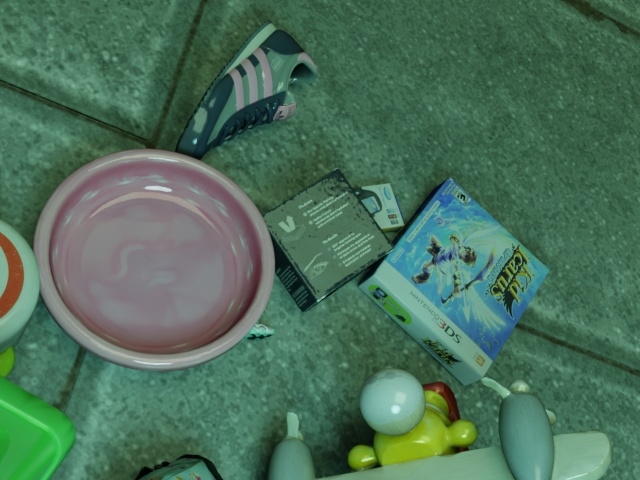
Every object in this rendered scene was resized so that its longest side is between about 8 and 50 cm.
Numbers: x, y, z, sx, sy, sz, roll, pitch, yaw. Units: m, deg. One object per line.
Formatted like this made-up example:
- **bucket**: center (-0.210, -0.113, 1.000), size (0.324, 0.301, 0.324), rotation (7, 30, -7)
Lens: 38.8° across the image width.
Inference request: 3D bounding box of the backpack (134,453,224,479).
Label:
- **backpack**: center (-0.187, 0.343, 1.128), size (0.152, 0.115, 0.182), rotation (61, 21, 13)

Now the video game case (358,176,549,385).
- **video game case**: center (0.231, 0.063, 1.526), size (0.244, 0.061, 0.269), rotation (43, 56, -4)

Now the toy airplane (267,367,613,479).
- **toy airplane**: center (0.111, 0.301, 1.163), size (0.386, 0.384, 0.272), rotation (-25, 105, -25)

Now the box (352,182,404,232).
- **box**: center (0.081, -0.050, 1.522), size (0.136, 0.028, 0.081), rotation (-10, 73, -27)

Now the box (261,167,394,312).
- **box**: center (0.000, 0.000, 1.405), size (0.156, 0.093, 0.158), rotation (-33, 85, -22)

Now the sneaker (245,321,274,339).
- **sneaker**: center (-0.115, 0.109, 1.347), size (0.098, 0.038, 0.069), rotation (7, 66, -24)

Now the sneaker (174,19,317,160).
- **sneaker**: center (-0.110, -0.221, 1.453), size (0.131, 0.112, 0.319), rotation (35, 58, -5)

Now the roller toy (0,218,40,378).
- **roller toy**: center (-0.456, 0.061, 1.135), size (0.209, 0.146, 0.191), rotation (26, 59, -13)

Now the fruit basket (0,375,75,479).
- **fruit basket**: center (-0.462, 0.258, 0.963), size (0.283, 0.392, 0.392), rotation (34, 58, -11)

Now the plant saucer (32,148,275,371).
- **plant saucer**: center (-0.233, 0.031, 1.280), size (0.332, 0.084, 0.332), rotation (8, 63, -15)
